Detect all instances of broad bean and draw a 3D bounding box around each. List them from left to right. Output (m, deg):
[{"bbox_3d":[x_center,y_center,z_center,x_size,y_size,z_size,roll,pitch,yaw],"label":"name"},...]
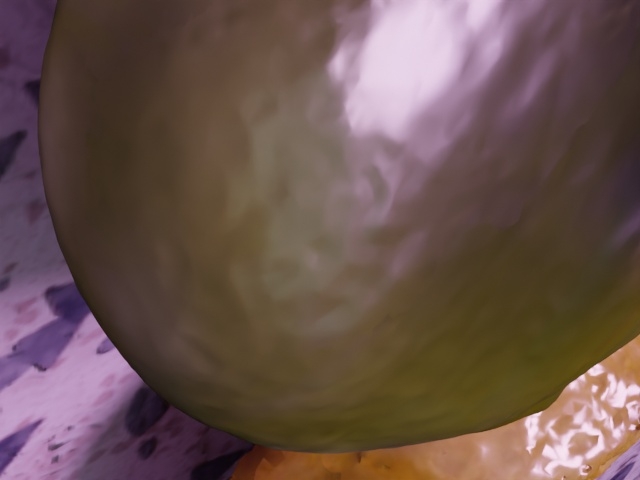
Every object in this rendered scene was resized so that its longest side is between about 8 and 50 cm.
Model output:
[{"bbox_3d":[0.038,-0.043,0.510,0.291,0.119,0.238,17,100,-51],"label":"broad bean"}]

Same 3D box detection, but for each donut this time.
[{"bbox_3d":[0.070,0.091,0.793,0.303,0.110,0.303,-41,170,-9],"label":"donut"}]
